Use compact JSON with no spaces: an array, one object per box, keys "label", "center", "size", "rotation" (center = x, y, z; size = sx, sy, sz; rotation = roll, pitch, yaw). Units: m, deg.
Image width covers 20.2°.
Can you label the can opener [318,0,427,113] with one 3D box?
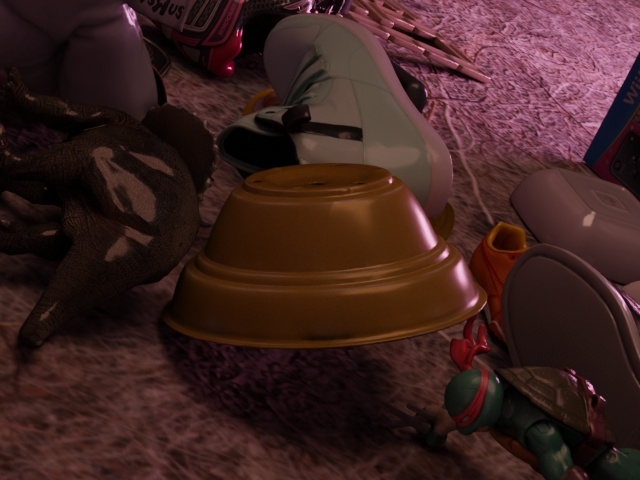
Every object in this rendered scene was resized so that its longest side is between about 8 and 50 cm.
[{"label":"can opener","center":[0.019,-0.214,1.801],"size":[0.076,0.095,0.283],"rotation":[10,21,-36]}]

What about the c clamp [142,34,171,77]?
[{"label":"c clamp","center":[-0.196,-0.177,1.580],"size":[0.137,0.022,0.161],"rotation":[30,21,-10]}]

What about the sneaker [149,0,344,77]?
[{"label":"sneaker","center":[-0.022,-0.243,1.728],"size":[0.299,0.121,0.112],"rotation":[-29,65,-27]}]

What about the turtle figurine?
[{"label":"turtle figurine","center":[0.143,0.139,1.145],"size":[0.234,0.118,0.175],"rotation":[24,21,-24]}]

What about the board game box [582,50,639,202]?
[{"label":"board game box","center":[0.431,-0.090,1.834],"size":[0.097,0.224,0.303],"rotation":[7,29,-36]}]

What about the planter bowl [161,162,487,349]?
[{"label":"planter bowl","center":[0.000,0.000,1.185],"size":[0.217,0.090,0.217],"rotation":[-3,12,1]}]

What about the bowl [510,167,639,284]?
[{"label":"bowl","center":[0.264,-0.017,1.707],"size":[0.142,0.053,0.142],"rotation":[15,26,-27]}]

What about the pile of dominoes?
[{"label":"pile of dominoes","center":[0.053,-0.248,2.033],"size":[0.251,0.040,0.196],"rotation":[18,22,-44]}]

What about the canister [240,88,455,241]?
[{"label":"canister","center":[0.016,-0.053,1.473],"size":[0.126,0.073,0.170],"rotation":[9,27,-36]}]

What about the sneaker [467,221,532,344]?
[{"label":"sneaker","center":[0.165,0.043,1.439],"size":[0.064,0.067,0.175],"rotation":[16,26,-31]}]

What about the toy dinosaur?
[{"label":"toy dinosaur","center":[-0.140,-0.031,1.184],"size":[0.160,0.121,0.313],"rotation":[10,20,-7]}]

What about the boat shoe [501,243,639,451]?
[{"label":"boat shoe","center":[0.239,0.122,1.302],"size":[0.091,0.114,0.302],"rotation":[6,42,-40]}]

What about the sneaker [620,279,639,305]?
[{"label":"sneaker","center":[0.338,0.106,1.468],"size":[0.237,0.085,0.086],"rotation":[35,12,20]}]

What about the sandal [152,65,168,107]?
[{"label":"sandal","center":[-0.155,-0.123,1.456],"size":[0.072,0.049,0.180],"rotation":[-8,43,-46]}]

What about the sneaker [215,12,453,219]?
[{"label":"sneaker","center":[-0.020,-0.105,1.354],"size":[0.151,0.094,0.256],"rotation":[2,31,-31]}]

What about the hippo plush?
[{"label":"hippo plush","center":[-0.251,-0.153,1.282],"size":[0.236,0.234,0.294],"rotation":[-21,23,-23]}]
